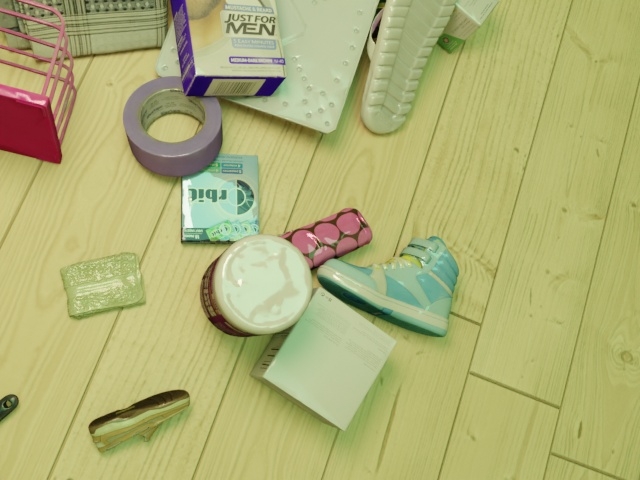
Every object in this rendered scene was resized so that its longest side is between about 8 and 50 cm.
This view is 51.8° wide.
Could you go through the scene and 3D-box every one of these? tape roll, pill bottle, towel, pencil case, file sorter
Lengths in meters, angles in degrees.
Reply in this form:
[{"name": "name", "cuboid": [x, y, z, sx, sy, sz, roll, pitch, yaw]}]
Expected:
[{"name": "tape roll", "cuboid": [-0.289, -0.226, 1.306, 0.189, 0.080, 0.189, 2, 66, -5]}, {"name": "pill bottle", "cuboid": [-0.132, 0.092, 1.209, 0.169, 0.301, 0.169, 3, 79, -17]}, {"name": "towel", "cuboid": [-0.418, 0.084, 1.270, 0.148, 0.027, 0.110, -12, 84, -18]}, {"name": "pencil case", "cuboid": [0.000, 0.000, 1.380, 0.209, 0.095, 0.098, -22, 72, -21]}, {"name": "towel", "cuboid": [-0.451, -0.490, 1.231, 0.324, 0.312, 0.056, -9, 48, -17]}, {"name": "file sorter", "cuboid": [-0.549, -0.285, 1.157, 0.202, 0.290, 0.182, 13, 75, -14]}]

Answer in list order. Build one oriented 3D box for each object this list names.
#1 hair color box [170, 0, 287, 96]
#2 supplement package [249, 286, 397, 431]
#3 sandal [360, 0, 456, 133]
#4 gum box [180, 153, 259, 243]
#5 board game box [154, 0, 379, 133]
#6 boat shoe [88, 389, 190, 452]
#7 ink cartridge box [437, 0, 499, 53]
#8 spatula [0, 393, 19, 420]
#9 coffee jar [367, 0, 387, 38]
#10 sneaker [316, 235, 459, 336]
[{"name": "hair color box", "cuboid": [-0.189, -0.458, 1.285, 0.185, 0.110, 0.339, -6, 80, -25]}, {"name": "supplement package", "cuboid": [0.002, 0.233, 1.307, 0.194, 0.149, 0.203, 36, 73, -8]}, {"name": "sandal", "cuboid": [0.167, -0.442, 1.431, 0.169, 0.102, 0.416, 9, 110, -39]}, {"name": "gum box", "cuboid": [-0.207, -0.085, 1.354, 0.157, 0.041, 0.184, 1, 80, -16]}, {"name": "board game box", "cuboid": [-0.099, -0.456, 1.395, 0.390, 0.050, 0.390, 19, 81, -2]}, {"name": "boat shoe", "cuboid": [-0.332, 0.342, 1.240, 0.190, 0.068, 0.072, -18, 99, -9]}, {"name": "ink cartridge box", "cuboid": [0.275, -0.557, 1.518, 0.212, 0.154, 0.093, 40, 73, -8]}, {"name": "spatula", "cuboid": [-0.655, 0.375, 1.148, 0.296, 0.030, 0.084, -42, 92, -18]}, {"name": "coffee jar", "cuboid": [0.112, -0.560, 1.501, 0.079, 0.096, 0.184, -8, 84, -15]}, {"name": "sneaker", "cuboid": [0.155, 0.059, 1.398, 0.319, 0.127, 0.208, 26, 76, -21]}]
